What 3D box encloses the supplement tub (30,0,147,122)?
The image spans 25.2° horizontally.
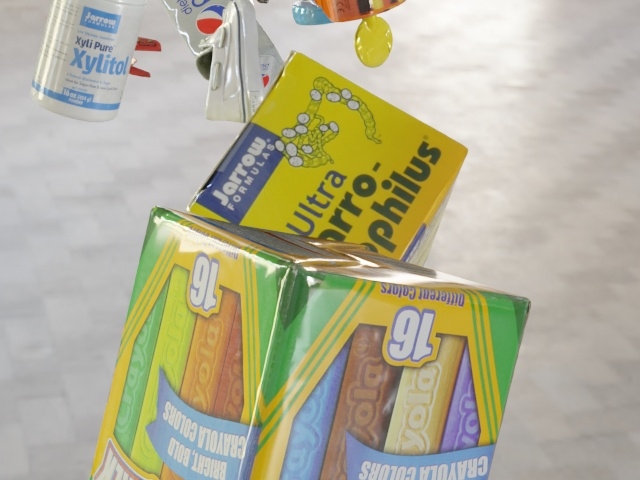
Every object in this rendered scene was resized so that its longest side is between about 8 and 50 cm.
[{"bbox_3d":[-0.176,-0.150,1.092,0.071,0.107,0.071,15,17,-5],"label":"supplement tub"}]

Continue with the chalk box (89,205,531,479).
[{"bbox_3d":[-0.023,0.145,0.868,0.179,0.288,0.180,11,4,-35],"label":"chalk box"}]

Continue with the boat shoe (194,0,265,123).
[{"bbox_3d":[-0.109,-0.216,1.666,0.076,0.083,0.226,-5,36,-5],"label":"boat shoe"}]

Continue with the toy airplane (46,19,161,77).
[{"bbox_3d":[-0.246,-0.226,1.698,0.151,0.028,0.151,17,19,-6],"label":"toy airplane"}]

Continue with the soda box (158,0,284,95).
[{"bbox_3d":[-0.148,-0.301,1.904,0.098,0.091,0.286,-33,58,1],"label":"soda box"}]

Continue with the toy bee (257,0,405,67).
[{"bbox_3d":[0.035,-0.298,1.485,0.162,0.195,0.298,-17,42,-14],"label":"toy bee"}]

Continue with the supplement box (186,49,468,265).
[{"bbox_3d":[0.000,0.000,1.453,0.195,0.194,0.356,30,-17,7],"label":"supplement box"}]
